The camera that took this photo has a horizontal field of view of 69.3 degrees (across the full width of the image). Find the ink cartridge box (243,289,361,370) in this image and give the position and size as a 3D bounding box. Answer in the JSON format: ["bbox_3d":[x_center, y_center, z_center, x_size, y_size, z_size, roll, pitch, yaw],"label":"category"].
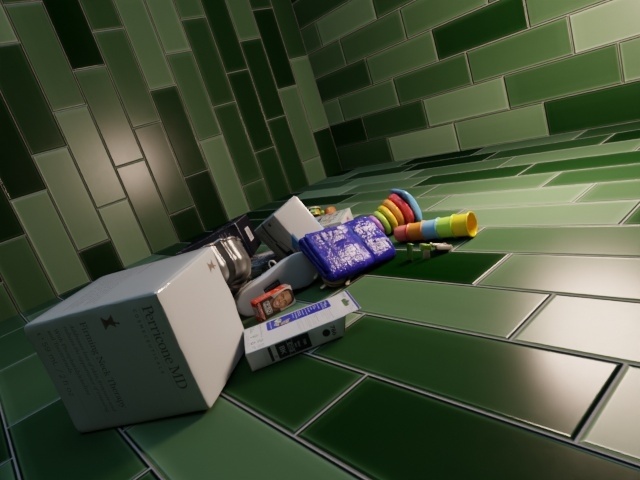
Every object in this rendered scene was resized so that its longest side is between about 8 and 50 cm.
[{"bbox_3d":[-0.050,0.248,1.307,0.333,0.065,0.165,-21,15,-5],"label":"ink cartridge box"}]

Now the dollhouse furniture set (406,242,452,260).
[{"bbox_3d":[0.382,0.040,1.629,0.152,0.058,0.076,0,6,-5],"label":"dollhouse furniture set"}]

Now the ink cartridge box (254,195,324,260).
[{"bbox_3d":[-0.122,-0.026,1.900,0.129,0.223,0.307,-45,8,-23],"label":"ink cartridge box"}]

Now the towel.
[{"bbox_3d":[0.100,0.018,1.684,0.309,0.076,0.227,-20,50,-30],"label":"towel"}]

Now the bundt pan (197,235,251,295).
[{"bbox_3d":[-0.359,0.139,1.523,0.331,0.124,0.331,-39,-14,-12],"label":"bundt pan"}]

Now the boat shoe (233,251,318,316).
[{"bbox_3d":[-0.166,0.151,1.711,0.367,0.135,0.156,-35,17,-21],"label":"boat shoe"}]

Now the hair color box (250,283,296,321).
[{"bbox_3d":[-0.159,0.209,1.565,0.141,0.071,0.043,-27,16,-29],"label":"hair color box"}]

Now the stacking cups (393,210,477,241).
[{"bbox_3d":[0.429,-0.047,1.759,0.317,0.095,0.096,-5,19,44],"label":"stacking cups"}]

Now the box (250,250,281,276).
[{"bbox_3d":[-0.267,0.106,2.105,0.231,0.056,0.183,-12,15,25],"label":"box"}]

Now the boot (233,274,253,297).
[{"bbox_3d":[-0.315,0.164,1.829,0.115,0.112,0.305,-10,3,-13],"label":"boot"}]

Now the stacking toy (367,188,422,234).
[{"bbox_3d":[0.271,-0.078,2.010,0.302,0.175,0.166,-35,17,-9],"label":"stacking toy"}]

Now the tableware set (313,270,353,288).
[{"bbox_3d":[0.061,0.117,1.682,0.129,0.039,0.194,10,29,13],"label":"tableware set"}]

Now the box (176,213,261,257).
[{"bbox_3d":[-0.480,0.036,2.251,0.313,0.178,0.343,-26,9,5],"label":"box"}]

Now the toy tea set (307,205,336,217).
[{"bbox_3d":[-0.062,-0.093,2.557,0.336,0.124,0.200,-17,-15,17],"label":"toy tea set"}]

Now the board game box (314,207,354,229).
[{"bbox_3d":[-0.002,-0.053,2.294,0.304,0.097,0.224,-15,16,19],"label":"board game box"}]

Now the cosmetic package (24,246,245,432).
[{"bbox_3d":[-0.466,0.256,1.254,0.394,0.329,0.327,-16,14,15],"label":"cosmetic package"}]
